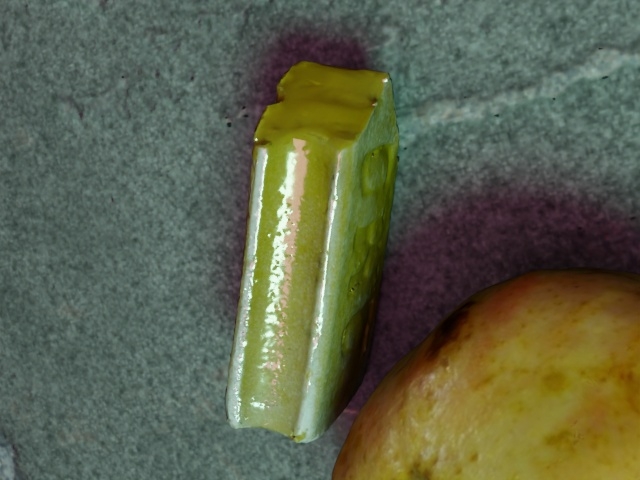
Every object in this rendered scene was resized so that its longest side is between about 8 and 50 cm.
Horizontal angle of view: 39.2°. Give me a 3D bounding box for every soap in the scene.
[{"bbox_3d":[0.000,0.000,0.666,0.080,0.160,0.258,12,104,15],"label":"soap"}]

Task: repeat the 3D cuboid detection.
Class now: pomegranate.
[{"bbox_3d":[0.174,0.184,0.582,0.342,0.342,0.343,3,101,18],"label":"pomegranate"}]
